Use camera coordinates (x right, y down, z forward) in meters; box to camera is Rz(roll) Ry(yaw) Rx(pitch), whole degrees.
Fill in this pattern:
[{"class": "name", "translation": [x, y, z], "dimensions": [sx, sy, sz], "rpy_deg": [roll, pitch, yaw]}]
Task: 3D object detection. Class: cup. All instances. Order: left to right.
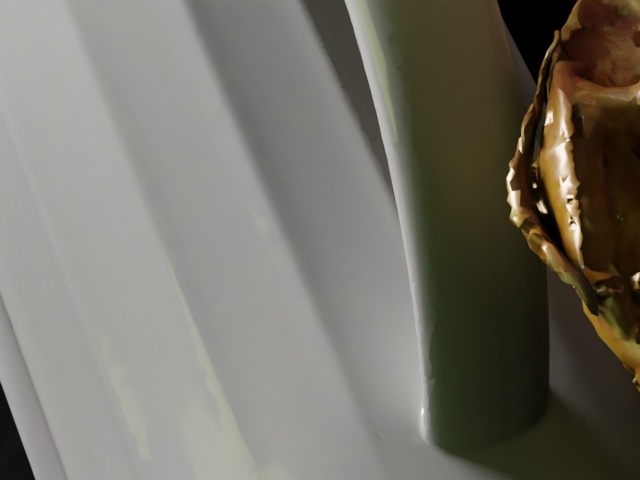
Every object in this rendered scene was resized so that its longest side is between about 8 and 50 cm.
[{"class": "cup", "translation": [0.000, 0.000, 0.526], "dimensions": [0.327, 0.236, 0.323], "rpy_deg": [67, 159, 15]}]

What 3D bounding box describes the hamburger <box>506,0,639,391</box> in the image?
[{"class": "hamburger", "translation": [0.179, -0.025, 0.393], "dimensions": [0.163, 0.244, 0.244], "rpy_deg": [-46, 66, 38]}]
